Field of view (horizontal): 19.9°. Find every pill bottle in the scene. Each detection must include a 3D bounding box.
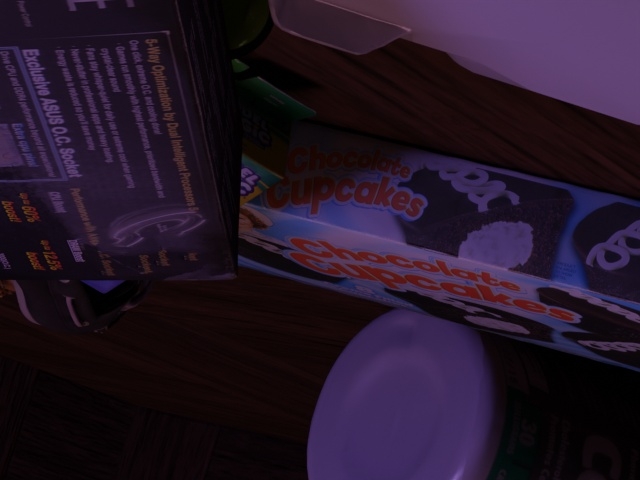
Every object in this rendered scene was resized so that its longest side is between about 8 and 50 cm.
[{"bbox_3d":[0.182,0.197,1.499,0.361,0.204,0.204,24,167,-37],"label":"pill bottle"}]

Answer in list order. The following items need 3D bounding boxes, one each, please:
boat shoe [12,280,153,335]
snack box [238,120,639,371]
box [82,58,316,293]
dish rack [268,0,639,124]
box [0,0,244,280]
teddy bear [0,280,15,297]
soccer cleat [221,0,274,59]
[{"bbox_3d":[-0.169,0.010,1.339,0.095,0.112,0.335,19,167,14],"label":"boat shoe"},{"bbox_3d":[0.086,0.006,1.047,0.322,0.060,0.187,14,168,15],"label":"snack box"},{"bbox_3d":[-0.095,-0.043,0.942,0.105,0.043,0.179,32,134,-29],"label":"box"},{"bbox_3d":[0.083,-0.094,0.489,0.285,0.072,0.333,18,171,5],"label":"dish rack"},{"bbox_3d":[-0.158,-0.081,0.596,0.242,0.076,0.307,-1,154,4],"label":"box"},{"bbox_3d":[-0.343,-0.010,1.517,0.245,0.113,0.338,9,167,27],"label":"teddy bear"},{"bbox_3d":[-0.082,-0.109,0.753,0.179,0.060,0.072,17,-178,33],"label":"soccer cleat"}]
